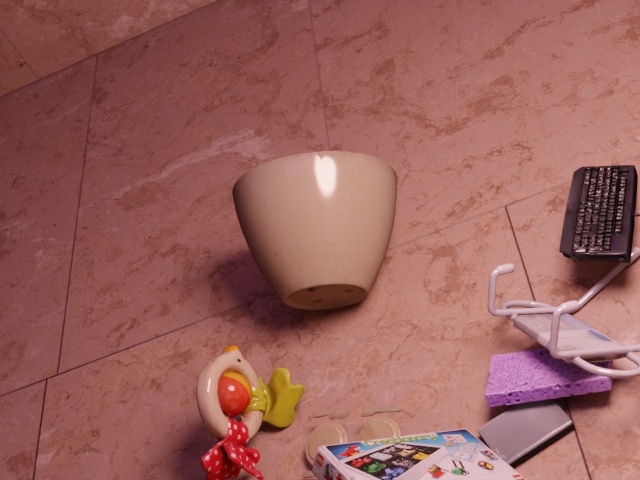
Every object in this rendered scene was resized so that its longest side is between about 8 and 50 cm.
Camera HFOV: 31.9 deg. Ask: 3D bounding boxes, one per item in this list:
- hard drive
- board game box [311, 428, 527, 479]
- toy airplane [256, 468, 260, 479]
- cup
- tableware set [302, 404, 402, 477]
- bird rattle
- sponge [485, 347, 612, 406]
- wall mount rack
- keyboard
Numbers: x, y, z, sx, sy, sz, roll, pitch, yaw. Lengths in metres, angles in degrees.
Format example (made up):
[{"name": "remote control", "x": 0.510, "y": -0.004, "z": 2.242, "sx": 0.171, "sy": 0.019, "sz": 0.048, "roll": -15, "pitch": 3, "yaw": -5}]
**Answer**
[{"name": "hard drive", "x": 0.337, "y": 0.311, "z": 1.845, "sx": 0.135, "sy": 0.022, "sz": 0.094, "roll": -33, "pitch": 40, "yaw": -1}, {"name": "board game box", "x": 0.165, "y": 0.371, "z": 1.718, "sx": 0.305, "sy": 0.053, "sz": 0.193, "roll": 1, "pitch": 23, "yaw": -35}, {"name": "toy airplane", "x": -0.118, "y": 0.474, "z": 1.962, "sx": 0.151, "sy": 0.028, "sz": 0.151, "roll": -16, "pitch": 42, "yaw": 15}, {"name": "cup", "x": 0.000, "y": 0.000, "z": 2.192, "sx": 0.331, "sy": 0.331, "sz": 0.237, "roll": -14, "pitch": 68, "yaw": 20}, {"name": "tableware set", "x": 0.062, "y": 0.359, "z": 1.961, "sx": 0.194, "sy": 0.039, "sz": 0.128, "roll": -10, "pitch": 56, "yaw": 32}, {"name": "bird rattle", "x": -0.160, "y": 0.310, "z": 2.022, "sx": 0.143, "sy": 0.207, "sz": 0.253, "roll": -15, "pitch": 21, "yaw": 42}, {"name": "sponge", "x": 0.383, "y": 0.222, "z": 1.874, "sx": 0.210, "sy": 0.031, "sz": 0.117, "roll": -11, "pitch": 25, "yaw": 22}, {"name": "wall mount rack", "x": 0.463, "y": 0.107, "z": 1.867, "sx": 0.304, "sy": 0.130, "sz": 0.350, "roll": -3, "pitch": 17, "yaw": -21}, {"name": "keyboard", "x": 0.544, "y": -0.055, "z": 2.014, "sx": 0.201, "sy": 0.033, "sz": 0.317, "roll": 4, "pitch": 34, "yaw": 16}]
